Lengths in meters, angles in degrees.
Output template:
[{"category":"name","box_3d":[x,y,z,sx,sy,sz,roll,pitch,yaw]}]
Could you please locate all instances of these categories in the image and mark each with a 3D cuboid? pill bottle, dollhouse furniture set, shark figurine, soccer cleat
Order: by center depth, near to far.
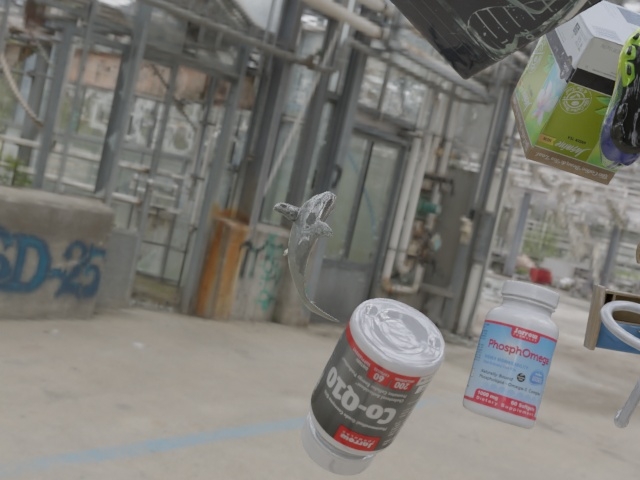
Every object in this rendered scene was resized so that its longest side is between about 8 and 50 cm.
[{"category":"pill bottle","box_3d":[0.227,0.132,0.943,0.087,0.160,0.087,16,-7,2]},{"category":"pill bottle","box_3d":[0.077,0.248,1.326,0.161,0.283,0.161,16,33,-11]},{"category":"soccer cleat","box_3d":[0.549,-0.257,1.426,0.093,0.289,0.121,21,-22,3]},{"category":"dollhouse furniture set","box_3d":[0.671,0.134,1.555,0.198,0.286,0.303,9,3,0]},{"category":"shark figurine","box_3d":[-0.013,0.020,1.652,0.116,0.278,0.166,-3,-13,41]}]

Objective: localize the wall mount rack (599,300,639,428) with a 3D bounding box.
[{"category":"wall mount rack","box_3d":[0.519,0.189,1.036,0.350,0.130,0.304,27,28,20]}]

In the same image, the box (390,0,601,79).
[{"category":"box","box_3d":[0.263,-0.569,1.214,0.480,0.297,0.472,44,-24,-11]}]

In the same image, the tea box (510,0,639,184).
[{"category":"tea box","box_3d":[0.629,-0.366,1.905,0.220,0.323,0.329,16,34,-6]}]
